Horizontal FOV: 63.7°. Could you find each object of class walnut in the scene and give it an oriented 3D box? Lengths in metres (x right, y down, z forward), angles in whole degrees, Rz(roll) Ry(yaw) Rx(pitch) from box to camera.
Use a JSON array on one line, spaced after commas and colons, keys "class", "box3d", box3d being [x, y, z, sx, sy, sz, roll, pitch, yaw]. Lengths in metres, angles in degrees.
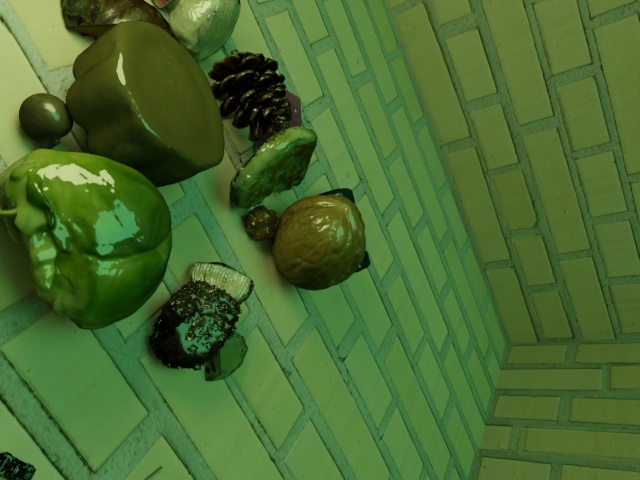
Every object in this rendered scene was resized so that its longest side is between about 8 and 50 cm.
[{"class": "walnut", "box3d": [0.000, 0.000, 1.655, 0.333, 0.332, 0.333, 19, 66, -50]}]

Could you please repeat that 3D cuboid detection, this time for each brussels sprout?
[{"class": "brussels sprout", "box3d": [-0.476, -0.016, 1.061, 0.315, 0.275, 0.371, -47, 112, -34]}]

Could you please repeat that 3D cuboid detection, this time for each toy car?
[{"class": "toy car", "box3d": [-0.588, 0.434, 0.980, 0.093, 0.025, 0.041, 55, 41, -35]}]

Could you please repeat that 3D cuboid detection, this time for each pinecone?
[{"class": "pinecone", "box3d": [-0.206, -0.428, 1.540, 0.244, 0.244, 0.309, -1, 60, -54]}]

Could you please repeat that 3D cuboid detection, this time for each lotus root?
[{"class": "lotus root", "box3d": [-0.254, 0.306, 1.433, 0.144, 0.070, 0.143, -10, 89, -55]}]

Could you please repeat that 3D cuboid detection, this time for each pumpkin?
[{"class": "pumpkin", "box3d": [-0.473, -0.579, 1.314, 0.312, 0.148, 0.169, 8, 79, -57]}]

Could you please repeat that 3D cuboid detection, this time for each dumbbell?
[{"class": "dumbbell", "box3d": [0.076, -0.032, 1.914, 0.156, 0.143, 0.316, -22, 100, -54]}]

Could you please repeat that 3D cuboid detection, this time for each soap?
[{"class": "soap", "box3d": [-0.142, -0.394, 1.767, 0.181, 0.081, 0.260, 15, 69, -51]}]

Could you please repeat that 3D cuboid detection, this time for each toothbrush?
[{"class": "toothbrush", "box3d": [-0.409, 0.559, 1.207, 0.097, 0.006, 0.008, -25, 98, -54]}]

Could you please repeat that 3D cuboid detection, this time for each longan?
[{"class": "longan", "box3d": [-0.586, -0.255, 1.103, 0.106, 0.106, 0.119, -7, 92, -54]}]

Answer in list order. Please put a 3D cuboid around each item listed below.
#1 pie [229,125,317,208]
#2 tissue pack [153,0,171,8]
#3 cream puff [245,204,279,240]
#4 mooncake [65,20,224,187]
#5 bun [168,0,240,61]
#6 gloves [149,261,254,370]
[{"class": "pie", "box3d": [-0.130, -0.225, 1.584, 0.078, 0.296, 0.371, 47, 35, 11]}, {"class": "tissue pack", "box3d": [-0.430, -0.797, 1.371, 0.270, 0.209, 0.137, 58, 38, -27]}, {"class": "cream puff", "box3d": [-0.180, -0.057, 1.614, 0.122, 0.094, 0.116, 51, 42, -27]}, {"class": "mooncake", "box3d": [-0.409, -0.307, 1.221, 0.378, 0.200, 0.378, 49, 30, -41]}, {"class": "bun", "box3d": [-0.332, -0.629, 1.462, 0.141, 0.239, 0.239, 43, 44, -5]}, {"class": "gloves", "box3d": [-0.309, 0.188, 1.327, 0.210, 0.135, 0.312, 37, 50, -24]}]
